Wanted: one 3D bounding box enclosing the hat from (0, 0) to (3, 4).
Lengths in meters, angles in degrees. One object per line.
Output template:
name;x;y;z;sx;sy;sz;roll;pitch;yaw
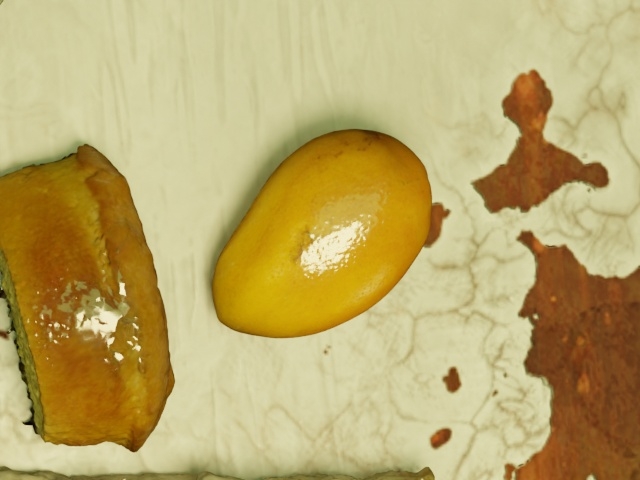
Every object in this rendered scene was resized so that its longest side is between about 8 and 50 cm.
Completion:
hat;-0.366;-0.242;1.395;0.257;0.130;0.257;1;88;-19

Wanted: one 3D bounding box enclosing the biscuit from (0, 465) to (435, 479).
biscuit;-0.131;0.383;1.472;0.429;0.104;0.446;10;86;-17

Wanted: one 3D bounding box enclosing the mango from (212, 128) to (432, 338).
mango;0.000;0.000;1.527;0.219;0.112;0.145;-42;102;-3

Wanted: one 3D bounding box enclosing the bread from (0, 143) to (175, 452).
bread;-0.188;0.054;1.445;0.129;0.134;0.260;-14;93;-17
